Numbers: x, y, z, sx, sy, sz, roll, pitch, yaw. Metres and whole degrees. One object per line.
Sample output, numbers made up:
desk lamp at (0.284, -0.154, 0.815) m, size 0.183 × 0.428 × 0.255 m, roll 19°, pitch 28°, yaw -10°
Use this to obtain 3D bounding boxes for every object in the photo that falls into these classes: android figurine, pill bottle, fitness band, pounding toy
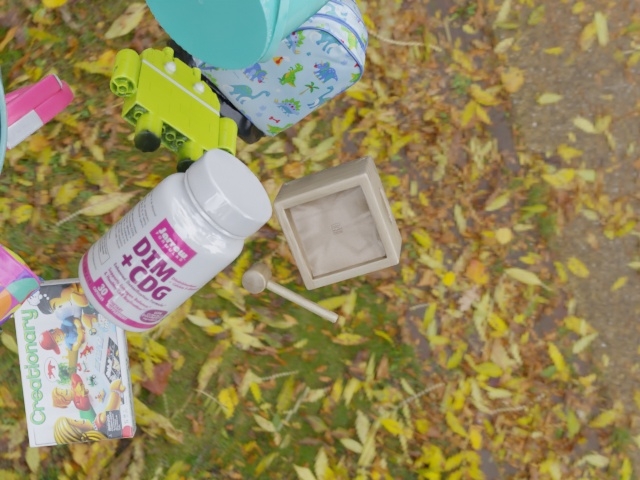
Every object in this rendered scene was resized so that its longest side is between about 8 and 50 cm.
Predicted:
android figurine at (-0.243, -0.224, 1.491) m, size 0.248 × 0.056 × 0.273 m, roll 35°, pitch 34°, yaw -29°
pill bottle at (-0.218, 0.000, 1.345) m, size 0.283 × 0.160 × 0.160 m, roll -39°, pitch 115°, yaw 22°
fitness band at (-0.489, -0.166, 1.309) m, size 0.054 × 0.209 × 0.291 m, roll 63°, pitch 33°, yaw -22°
pounding toy at (-0.002, 0.010, 1.172) m, size 0.206 × 0.094 × 0.181 m, roll -17°, pitch 109°, yaw 14°

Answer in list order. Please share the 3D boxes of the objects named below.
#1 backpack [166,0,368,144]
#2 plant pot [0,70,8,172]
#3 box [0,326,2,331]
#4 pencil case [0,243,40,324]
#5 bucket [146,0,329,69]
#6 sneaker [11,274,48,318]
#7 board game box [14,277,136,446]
backpack at (-0.076, -0.368, 1.759) m, size 0.355 × 0.273 × 0.290 m, roll -37°, pitch 131°, yaw 7°
plant pot at (-0.396, -0.142, 0.708) m, size 0.292 × 0.235 × 0.293 m, roll -7°, pitch 120°, yaw -12°
box at (-0.506, 0.114, 1.188) m, size 0.094 × 0.027 × 0.137 m, roll 57°, pitch 36°, yaw -3°
pencil case at (-0.454, 0.105, 1.085) m, size 0.236 × 0.104 × 0.104 m, roll -48°, pitch 112°, yaw -17°
bucket at (-0.126, -0.404, 1.335) m, size 0.281 × 0.281 × 0.183 m, roll 50°, pitch 57°, yaw -20°
sneaker at (-0.556, 0.097, 1.761) m, size 0.209 × 0.069 × 0.082 m, roll -12°, pitch 109°, yaw -70°
board game box at (-0.459, 0.224, 1.667) m, size 0.192 × 0.053 × 0.306 m, roll -6°, pitch 96°, yaw -3°
